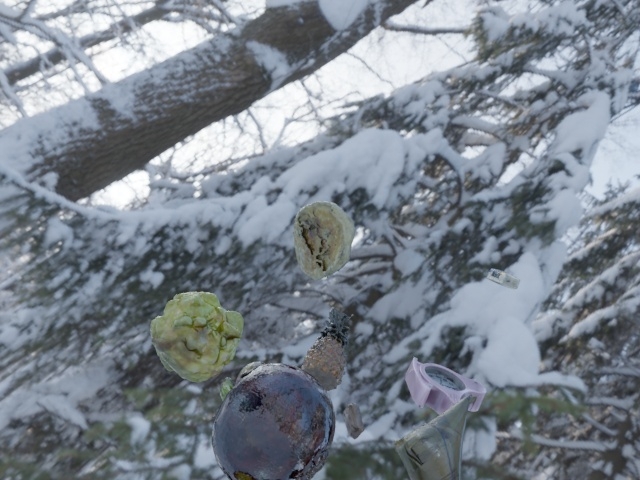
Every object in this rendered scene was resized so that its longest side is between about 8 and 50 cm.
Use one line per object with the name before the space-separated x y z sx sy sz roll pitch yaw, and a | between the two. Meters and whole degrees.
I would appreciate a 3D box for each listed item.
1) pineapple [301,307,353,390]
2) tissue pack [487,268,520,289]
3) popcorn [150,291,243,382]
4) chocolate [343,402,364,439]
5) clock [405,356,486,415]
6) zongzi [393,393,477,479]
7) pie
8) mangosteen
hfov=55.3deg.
pineapple | 0.041 0.392 2.299 0.169 0.340 0.169 10 -47 11
tissue pack | 0.551 0.116 1.838 0.062 0.042 0.083 22 3 -17
popcorn | -0.254 0.197 1.272 0.185 0.167 0.188 28 -37 14
chocolate | 0.087 0.512 1.735 0.031 0.101 0.064 19 -54 -27
clock | 0.438 0.524 2.062 0.275 0.290 0.080 19 -75 -5
zongzi | 0.373 0.609 1.696 0.260 0.289 0.123 65 -26 7
pie | 0.000 0.000 2.422 0.339 0.077 0.339 -3 -94 48
mangosteen | -0.137 0.427 1.464 0.359 0.306 0.306 33 -33 25
